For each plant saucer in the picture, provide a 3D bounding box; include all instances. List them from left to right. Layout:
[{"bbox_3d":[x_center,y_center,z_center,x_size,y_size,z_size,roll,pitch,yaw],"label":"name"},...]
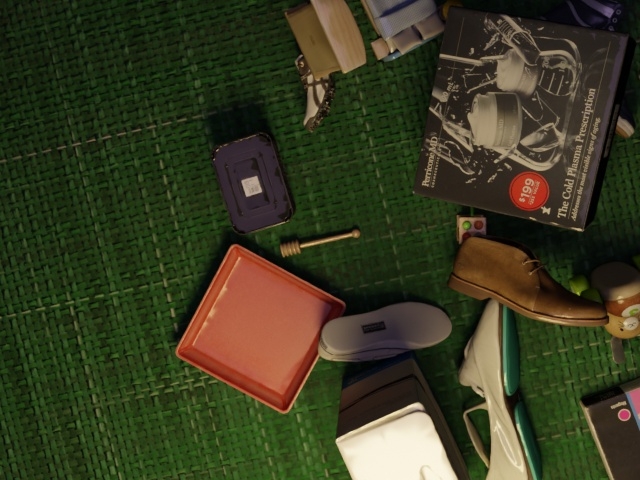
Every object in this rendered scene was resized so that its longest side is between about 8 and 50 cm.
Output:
[{"bbox_3d":[-0.118,0.173,1.937,0.258,0.048,0.259,28,98,0],"label":"plant saucer"}]

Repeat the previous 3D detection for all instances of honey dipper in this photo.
[{"bbox_3d":[0.000,0.000,1.920,0.161,0.030,0.030,-14,96,2],"label":"honey dipper"}]

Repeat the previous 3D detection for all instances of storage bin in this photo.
[{"bbox_3d":[-0.129,-0.112,1.885,0.122,0.084,0.180,-16,95,5],"label":"storage bin"}]

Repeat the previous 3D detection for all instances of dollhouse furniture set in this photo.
[{"bbox_3d":[0.096,-0.460,1.725,0.303,0.198,0.286,-28,103,-12],"label":"dollhouse furniture set"}]

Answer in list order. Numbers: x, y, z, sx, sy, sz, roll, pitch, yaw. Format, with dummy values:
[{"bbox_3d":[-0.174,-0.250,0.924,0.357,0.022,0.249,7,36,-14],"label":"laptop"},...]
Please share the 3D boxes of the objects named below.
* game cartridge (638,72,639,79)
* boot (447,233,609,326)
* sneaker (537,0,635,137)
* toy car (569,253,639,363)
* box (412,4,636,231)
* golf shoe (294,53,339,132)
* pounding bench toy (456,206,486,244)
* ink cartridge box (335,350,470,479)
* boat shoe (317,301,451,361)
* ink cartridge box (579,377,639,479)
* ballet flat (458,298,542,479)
[{"bbox_3d":[0.762,-0.301,1.827,0.294,0.060,0.196,29,94,0],"label":"game cartridge"},{"bbox_3d":[0.385,0.074,1.776,0.305,0.112,0.115,19,103,25],"label":"boot"},{"bbox_3d":[0.535,-0.339,1.812,0.153,0.099,0.282,-38,90,9],"label":"sneaker"},{"bbox_3d":[0.585,0.144,1.853,0.155,0.149,0.188,-20,107,5],"label":"toy car"},{"bbox_3d":[0.363,-0.220,1.735,0.312,0.179,0.343,14,102,20],"label":"box"},{"bbox_3d":[-0.012,-0.308,1.864,0.094,0.077,0.198,18,87,4],"label":"golf shoe"},{"bbox_3d":[0.292,-0.036,1.878,0.052,0.065,0.083,0,96,4],"label":"pounding bench toy"},{"bbox_3d":[0.160,0.395,1.771,0.166,0.395,0.285,-25,94,5],"label":"ink cartridge box"},{"bbox_3d":[0.123,0.190,1.901,0.267,0.088,0.096,-11,64,-18],"label":"boat shoe"},{"bbox_3d":[0.663,0.457,1.919,0.176,0.069,0.371,-22,97,6],"label":"ink cartridge box"},{"bbox_3d":[0.335,0.304,1.895,0.139,0.139,0.400,-11,97,5],"label":"ballet flat"}]
